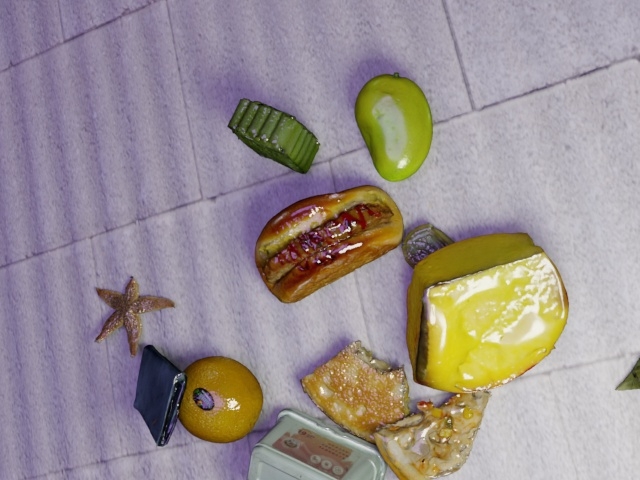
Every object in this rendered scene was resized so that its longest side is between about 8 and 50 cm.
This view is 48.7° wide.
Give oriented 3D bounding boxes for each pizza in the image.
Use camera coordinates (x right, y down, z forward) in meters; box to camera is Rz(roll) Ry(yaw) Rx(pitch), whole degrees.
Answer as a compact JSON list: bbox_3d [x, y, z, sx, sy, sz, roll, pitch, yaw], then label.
[{"bbox_3d":[0.282,0.452,1.647,0.297,0.071,0.189,-25,91,-9],"label":"pizza"},{"bbox_3d":[0.112,0.370,1.753,0.323,0.089,0.223,28,99,21],"label":"pizza"}]

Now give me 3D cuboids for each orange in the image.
[{"bbox_3d":[-0.264,0.409,1.827,0.236,0.236,0.236,-3,81,21],"label":"orange"}]

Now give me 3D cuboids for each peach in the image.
[{"bbox_3d":[0.353,0.169,1.609,0.380,0.242,0.306,-24,102,3],"label":"peach"}]

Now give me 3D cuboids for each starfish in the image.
[{"bbox_3d":[-0.552,0.221,2.058,0.295,0.048,0.231,5,74,20],"label":"starfish"}]

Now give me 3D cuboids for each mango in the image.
[{"bbox_3d":[0.193,-0.290,1.785,0.185,0.149,0.273,-23,80,10],"label":"mango"}]

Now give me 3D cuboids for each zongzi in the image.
[{"bbox_3d":[0.702,0.277,1.561,0.113,0.052,0.104,-11,70,33],"label":"zongzi"}]

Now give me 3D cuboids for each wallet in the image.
[{"bbox_3d":[-0.426,0.397,1.856,0.379,0.046,0.190,8,84,65],"label":"wallet"}]

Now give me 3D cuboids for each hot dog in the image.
[{"bbox_3d":[0.001,0.002,1.779,0.405,0.223,0.185,-30,70,14],"label":"hot dog"}]

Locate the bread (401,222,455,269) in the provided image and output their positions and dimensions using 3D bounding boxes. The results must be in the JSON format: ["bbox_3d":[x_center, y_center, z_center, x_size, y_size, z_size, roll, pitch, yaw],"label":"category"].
[{"bbox_3d":[0.276,0.034,1.749,0.156,0.064,0.117,41,99,23],"label":"bread"}]

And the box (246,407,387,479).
[{"bbox_3d":[-0.019,0.557,1.704,0.312,0.182,0.175,18,109,23],"label":"box"}]

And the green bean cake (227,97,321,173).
[{"bbox_3d":[-0.121,-0.276,1.873,0.200,0.214,0.113,27,87,23],"label":"green bean cake"}]
